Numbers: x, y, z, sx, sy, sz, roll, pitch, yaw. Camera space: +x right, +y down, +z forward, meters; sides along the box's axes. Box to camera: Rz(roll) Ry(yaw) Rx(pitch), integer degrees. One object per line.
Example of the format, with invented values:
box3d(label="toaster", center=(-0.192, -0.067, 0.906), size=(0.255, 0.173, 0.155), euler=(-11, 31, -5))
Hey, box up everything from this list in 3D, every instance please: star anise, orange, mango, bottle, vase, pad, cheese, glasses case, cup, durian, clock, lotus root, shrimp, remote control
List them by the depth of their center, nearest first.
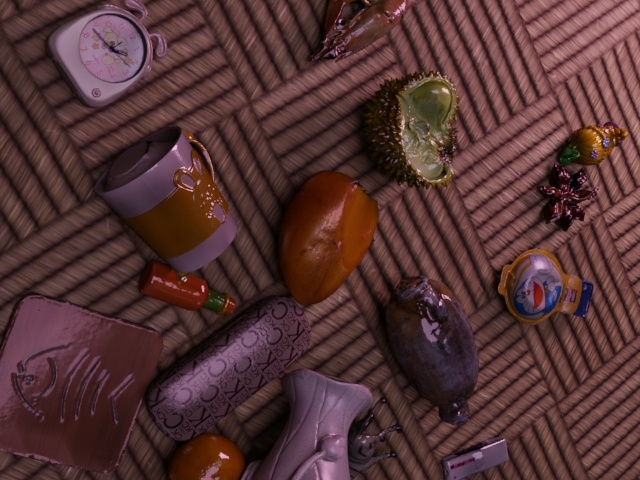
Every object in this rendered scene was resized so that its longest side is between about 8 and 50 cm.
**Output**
box3d(label="clock", center=(-0.370, -0.335, 1.565), size=(0.191, 0.062, 0.152), euler=(-37, 109, -19))
box3d(label="cup", center=(-0.256, -0.087, 1.602), size=(0.226, 0.185, 0.241), euler=(56, 41, -26))
box3d(label="pad", center=(-0.454, 0.262, 1.612), size=(0.284, 0.018, 0.287), euler=(22, 85, -27))
box3d(label="vase", center=(-0.031, 0.466, 1.664), size=(0.250, 0.250, 0.446), euler=(31, 57, -26))
box3d(label="bottle", center=(-0.245, 0.097, 1.672), size=(0.187, 0.069, 0.069), euler=(24, 85, -28))
box3d(label="orange", center=(-0.213, 0.447, 1.692), size=(0.156, 0.124, 0.156), euler=(-3, 98, -25))
box3d(label="glasses case", center=(-0.173, 0.241, 1.711), size=(0.354, 0.085, 0.137), euler=(-36, 109, -19))
box3d(label="mango", center=(0.000, 0.000, 1.746), size=(0.187, 0.138, 0.257), euler=(35, 83, -42))
box3d(label="shrimp", center=(0.067, -0.446, 1.770), size=(0.267, 0.061, 0.145), euler=(-46, 104, -11))
box3d(label="durian", center=(0.186, -0.217, 1.789), size=(0.200, 0.176, 0.237), euler=(-7, 93, -16))
box3d(label="lotus root", center=(0.240, 0.225, 1.878), size=(0.175, 0.175, 0.350), euler=(-27, 111, -21))
box3d(label="remote control", center=(0.355, 0.501, 2.031), size=(0.166, 0.029, 0.065), euler=(-15, 103, -24))
box3d(label="cheese", center=(0.519, 0.111, 2.046), size=(0.270, 0.069, 0.177), euler=(14, 89, -27))
box3d(label="star anise", center=(0.563, -0.101, 2.055), size=(0.167, 0.057, 0.168), euler=(-2, 98, -16))

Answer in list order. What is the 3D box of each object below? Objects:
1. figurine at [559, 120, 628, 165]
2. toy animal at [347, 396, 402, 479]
box3d(label="figurine", center=(0.630, -0.221, 2.042), size=(0.156, 0.115, 0.095), euler=(-20, 94, -21))
box3d(label="toy animal", center=(0.081, 0.444, 1.849), size=(0.176, 0.073, 0.217), euler=(-26, 136, -32))
